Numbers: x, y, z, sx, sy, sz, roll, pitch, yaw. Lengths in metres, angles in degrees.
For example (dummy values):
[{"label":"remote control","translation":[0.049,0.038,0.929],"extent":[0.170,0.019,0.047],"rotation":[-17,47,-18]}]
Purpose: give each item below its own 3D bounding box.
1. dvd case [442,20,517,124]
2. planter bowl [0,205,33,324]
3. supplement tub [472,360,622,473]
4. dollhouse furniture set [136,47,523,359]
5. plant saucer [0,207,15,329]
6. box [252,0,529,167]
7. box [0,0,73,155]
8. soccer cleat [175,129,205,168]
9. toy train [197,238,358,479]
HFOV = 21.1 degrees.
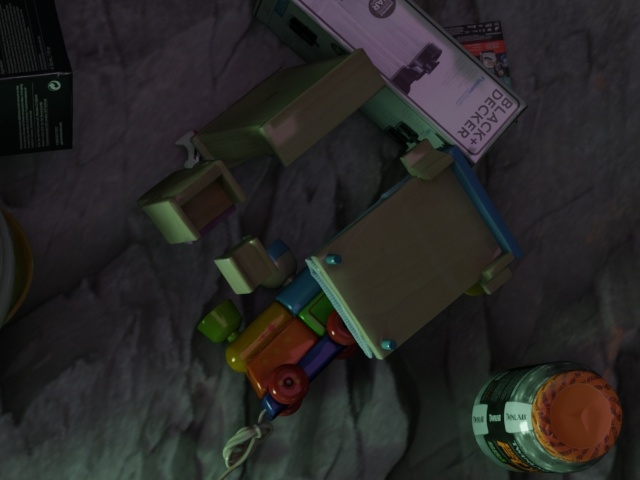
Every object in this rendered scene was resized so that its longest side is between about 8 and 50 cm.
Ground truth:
[{"label":"dvd case","translation":[0.170,-0.183,1.923],"extent":[0.087,0.013,0.119],"rotation":[-9,84,-13]},{"label":"planter bowl","translation":[-0.396,0.052,1.714],"extent":[0.217,0.090,0.217],"rotation":[5,49,-5]},{"label":"supplement tub","translation":[0.239,0.186,1.800],"extent":[0.117,0.190,0.117],"rotation":[1,83,-11]},{"label":"dollhouse furniture set","translation":[0.000,0.000,1.766],"extent":[0.286,0.198,0.303],"rotation":[-40,105,-19]},{"label":"plant saucer","translation":[-0.490,0.002,1.616],"extent":[0.401,0.100,0.400],"rotation":[5,49,-6]},{"label":"box","translation":[0.069,-0.193,1.815],"extent":[0.290,0.169,0.087],"rotation":[42,80,-3]},{"label":"box","translation":[-0.353,-0.198,1.697],"extent":[0.184,0.103,0.261],"rotation":[-5,43,-14]},{"label":"soccer cleat","translation":[-0.126,-0.079,1.840],"extent":[0.036,0.029,0.083],"rotation":[-26,86,-5]},{"label":"toy train","translation":[-0.075,0.124,1.793],"extent":[0.143,0.105,0.248],"rotation":[44,77,7]}]
